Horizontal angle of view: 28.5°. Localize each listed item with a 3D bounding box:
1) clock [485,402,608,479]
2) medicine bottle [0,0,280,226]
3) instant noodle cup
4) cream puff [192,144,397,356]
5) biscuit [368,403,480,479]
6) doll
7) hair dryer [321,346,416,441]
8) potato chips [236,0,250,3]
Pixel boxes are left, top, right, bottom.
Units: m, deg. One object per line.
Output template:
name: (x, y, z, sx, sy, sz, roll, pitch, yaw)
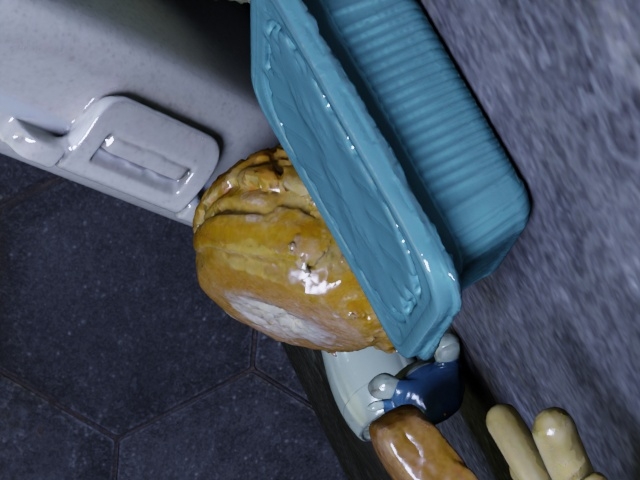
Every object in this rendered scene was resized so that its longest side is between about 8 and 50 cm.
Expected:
clock: (0.155, 0.194, 0.464, 0.308, 0.096, 0.235, 63, 174, 5)
medicine bottle: (-0.160, -0.141, 0.834, 0.375, 0.123, 0.282, 24, -152, -47)
instant noodle cup: (0.034, -0.041, 0.594, 0.179, 0.070, 0.157, 62, 172, 12)
cream puff: (0.000, 0.000, 0.764, 0.165, 0.115, 0.150, 15, 162, 31)
biscuit: (0.131, 0.221, 0.764, 0.301, 0.043, 0.278, 44, 172, 47)
doll: (0.068, 0.104, 0.866, 0.050, 0.076, 0.083, 62, 178, 11)
hair dryer: (0.041, 0.093, 1.159, 0.237, 0.075, 0.206, 59, -172, -67)
potato chips: (-0.083, -0.185, 0.680, 0.202, 0.029, 0.220, 28, 169, -16)
